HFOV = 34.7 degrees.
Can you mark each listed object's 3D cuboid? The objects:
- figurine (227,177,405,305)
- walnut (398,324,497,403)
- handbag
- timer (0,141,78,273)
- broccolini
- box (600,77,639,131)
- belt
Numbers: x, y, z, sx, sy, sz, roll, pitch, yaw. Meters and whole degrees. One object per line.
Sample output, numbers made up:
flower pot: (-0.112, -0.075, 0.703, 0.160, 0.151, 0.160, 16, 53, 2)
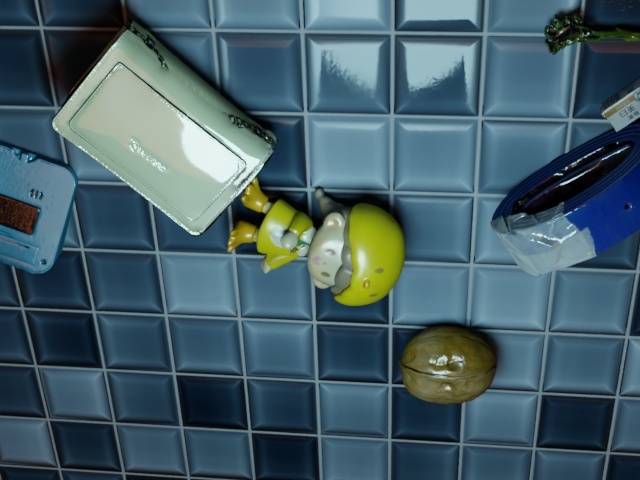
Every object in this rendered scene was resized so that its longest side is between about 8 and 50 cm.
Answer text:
figurine: (0.000, 0.000, 2.029, 0.343, 0.187, 0.215, 21, 132, 1)
walnut: (0.268, 0.262, 2.167, 0.207, 0.167, 0.167, 1, 122, 5)
handbag: (-0.290, -0.216, 1.943, 0.358, 0.160, 0.236, 39, 114, -17)
timer: (-0.635, -0.079, 2.143, 0.231, 0.091, 0.250, 20, 111, -4)
broccolini: (0.521, -0.371, 1.809, 0.254, 0.071, 0.058, -4, 80, 3)
box: (0.609, -0.280, 1.842, 0.218, 0.039, 0.055, -34, 111, 26)
belt: (0.490, -0.074, 1.889, 0.347, 0.212, 0.117, -31, 115, 20)
